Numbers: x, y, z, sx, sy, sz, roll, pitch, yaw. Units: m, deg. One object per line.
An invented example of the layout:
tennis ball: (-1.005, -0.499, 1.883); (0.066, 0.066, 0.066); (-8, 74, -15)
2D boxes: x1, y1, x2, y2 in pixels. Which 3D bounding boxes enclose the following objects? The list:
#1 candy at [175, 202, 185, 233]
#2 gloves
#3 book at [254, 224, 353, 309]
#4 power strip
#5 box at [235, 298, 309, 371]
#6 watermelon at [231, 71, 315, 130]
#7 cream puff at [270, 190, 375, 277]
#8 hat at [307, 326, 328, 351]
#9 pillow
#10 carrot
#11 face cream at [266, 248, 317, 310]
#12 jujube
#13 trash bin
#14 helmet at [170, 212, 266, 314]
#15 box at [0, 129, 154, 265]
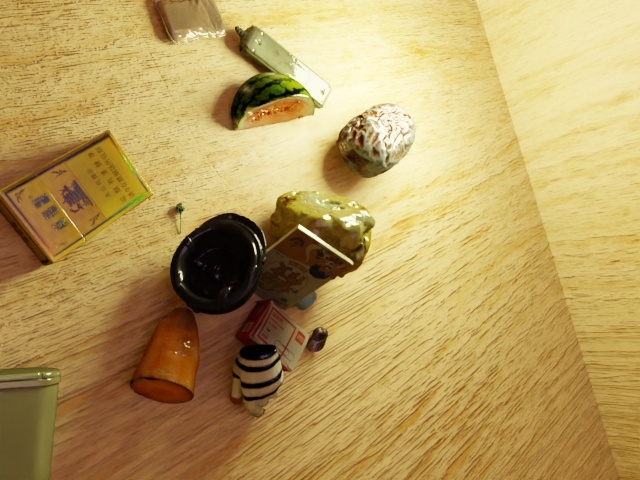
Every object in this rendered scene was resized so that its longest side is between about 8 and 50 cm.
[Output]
candy: (-0.385, -0.061, 1.505); (0.025, 0.023, 0.084); (2, 90, -48)
gloves: (-0.166, 0.395, 1.504); (0.140, 0.131, 0.219); (-12, 107, -31)
book: (-0.082, 0.086, 1.557); (0.207, 0.295, 0.020); (33, 38, -28)
power strip: (-0.122, -0.565, 1.780); (0.387, 0.066, 0.092); (31, 80, -34)
box: (-0.135, 0.277, 1.595); (0.182, 0.099, 0.133); (48, 54, -24)
watermelon: (-0.122, -0.434, 1.687); (0.303, 0.128, 0.159); (-19, 114, -36)
cream puff: (-0.001, 0.000, 1.671); (0.324, 0.290, 0.257); (-30, 131, -59)
hat: (-0.013, 0.309, 1.737); (0.058, 0.042, 0.087); (28, 99, -29)
pillow: (-0.373, -0.648, 1.610); (0.211, 0.034, 0.135); (-27, 96, -41)
carrot: (-0.377, 0.277, 1.384); (0.159, 0.159, 0.225); (28, 53, -33)
face cream: (-0.107, 0.111, 1.666); (0.229, 0.075, 0.075); (49, 55, -21)
jujube: (0.197, -0.354, 1.916); (0.317, 0.226, 0.226); (-45, 111, -38)
trash bin: (-0.669, 0.392, 1.121); (0.243, 0.121, 0.248); (7, 80, -39)
helmet: (-0.263, 0.078, 1.472); (0.230, 0.160, 0.279); (23, 63, 11)
box: (-0.578, -0.105, 1.306); (0.301, 0.084, 0.193); (-44, 110, -36)
